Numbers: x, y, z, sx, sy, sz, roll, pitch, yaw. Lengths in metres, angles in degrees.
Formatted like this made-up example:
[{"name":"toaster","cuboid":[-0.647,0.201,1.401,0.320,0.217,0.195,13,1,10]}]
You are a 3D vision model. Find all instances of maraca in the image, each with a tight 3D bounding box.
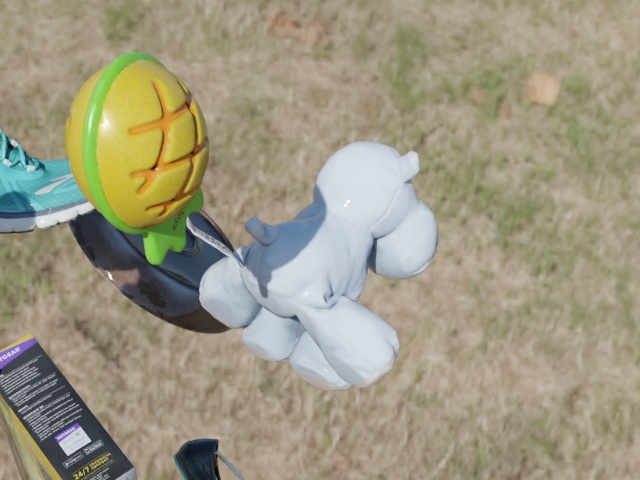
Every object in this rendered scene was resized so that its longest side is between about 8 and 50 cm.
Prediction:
[{"name":"maraca","cuboid":[-0.130,-0.061,0.926,0.099,0.186,0.127,12,62,24]}]

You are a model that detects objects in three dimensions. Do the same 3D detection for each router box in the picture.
[{"name":"router box","cuboid":[-0.317,0.300,1.563,0.081,0.309,0.243,-31,57,-23]}]

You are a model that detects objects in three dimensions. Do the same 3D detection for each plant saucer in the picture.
[{"name":"plant saucer","cuboid":[-0.222,0.002,1.748,0.310,0.050,0.311,34,23,-17]}]

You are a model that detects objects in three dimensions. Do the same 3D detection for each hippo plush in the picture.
[{"name":"hippo plush","cuboid":[0.000,0.000,1.368,0.234,0.294,0.237,1,47,50]}]

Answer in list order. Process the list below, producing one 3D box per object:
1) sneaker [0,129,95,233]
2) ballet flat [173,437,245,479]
[{"name":"sneaker","cuboid":[-0.338,-0.073,1.193,0.275,0.110,0.107,4,21,-10]},{"name":"ballet flat","cuboid":[-0.156,0.467,2.093,0.096,0.281,0.095,-25,3,-2]}]
